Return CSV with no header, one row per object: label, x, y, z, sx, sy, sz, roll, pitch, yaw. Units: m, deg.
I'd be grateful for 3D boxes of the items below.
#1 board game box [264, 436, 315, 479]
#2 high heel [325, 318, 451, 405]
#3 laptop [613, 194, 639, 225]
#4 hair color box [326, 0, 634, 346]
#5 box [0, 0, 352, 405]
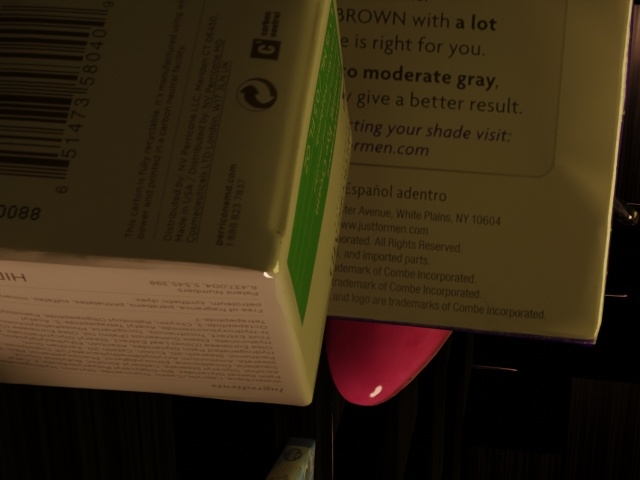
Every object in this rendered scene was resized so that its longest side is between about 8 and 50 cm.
board game box,-0.022,0.181,0.922,0.090,0.020,0.090,-48,142,-73
high heel,0.033,-0.085,0.994,0.181,0.127,0.377,26,71,-49
laptop,0.177,-0.227,1.303,0.236,0.408,0.382,-52,173,7
hair color box,0.024,-0.143,0.534,0.110,0.185,0.338,-33,128,-78
box,-0.048,-0.017,0.418,0.087,0.102,0.101,82,15,-60
